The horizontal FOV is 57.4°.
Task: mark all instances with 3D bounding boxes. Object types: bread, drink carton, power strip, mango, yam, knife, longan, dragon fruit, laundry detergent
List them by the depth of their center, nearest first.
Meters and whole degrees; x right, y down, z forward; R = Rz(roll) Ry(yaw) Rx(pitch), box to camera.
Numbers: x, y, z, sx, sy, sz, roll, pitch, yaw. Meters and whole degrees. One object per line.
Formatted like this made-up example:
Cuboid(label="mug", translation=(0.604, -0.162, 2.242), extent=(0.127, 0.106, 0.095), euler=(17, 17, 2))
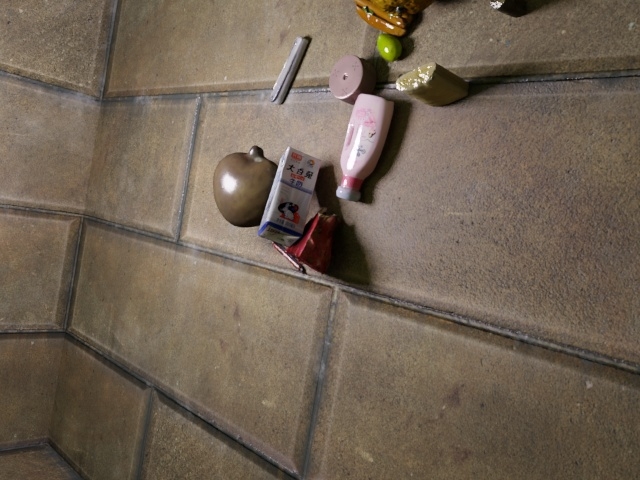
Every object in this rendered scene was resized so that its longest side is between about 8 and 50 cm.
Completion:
Cuboid(label="yam", translation=(0.492, -0.620, 1.531), extent=(0.054, 0.132, 0.054), euler=(5, 97, 43))
Cuboid(label="bread", translation=(0.317, -0.430, 1.639), extent=(0.139, 0.178, 0.060), euler=(-17, 72, 43))
Cuboid(label="mango", translation=(0.214, -0.610, 1.841), extent=(0.108, 0.056, 0.073), euler=(62, 152, 28))
Cuboid(label="laundry detergent", translation=(0.130, -0.291, 1.863), extent=(0.159, 0.088, 0.335), euler=(27, 104, 47))
Cuboid(label="dragon fruit", translation=(0.000, 0.000, 1.919), extent=(0.211, 0.134, 0.262), euler=(-62, 12, 0))
Cuboid(label="power strip", translation=(0.108, -0.528, 1.921), extent=(0.154, 0.078, 0.154), euler=(-11, 74, 42))
Cuboid(label="drink carton", translation=(-0.099, -0.147, 1.947), extent=(0.106, 0.130, 0.315), euler=(-40, 31, 59))
Cuboid(label="longan", translation=(-0.257, -0.194, 2.118), extent=(0.300, 0.243, 0.300), euler=(-1, 89, 27))
Cuboid(label="knife", translation=(-0.123, -0.634, 2.184), extent=(0.265, 0.040, 0.073), euler=(-62, 38, 19))

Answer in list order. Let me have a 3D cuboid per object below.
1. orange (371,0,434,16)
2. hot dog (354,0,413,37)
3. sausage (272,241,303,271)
Cuboid(label="orange", translation=(0.238, -0.835, 1.670), extent=(0.322, 0.322, 0.357), euler=(14, 100, 44))
Cuboid(label="hot dog", translation=(0.195, -0.730, 1.871), extent=(0.249, 0.068, 0.100), euler=(45, 114, 37))
Cuboid(label="sausage", translation=(-0.119, 0.056, 2.102), extent=(0.198, 0.025, 0.028), euler=(40, 144, 40))
